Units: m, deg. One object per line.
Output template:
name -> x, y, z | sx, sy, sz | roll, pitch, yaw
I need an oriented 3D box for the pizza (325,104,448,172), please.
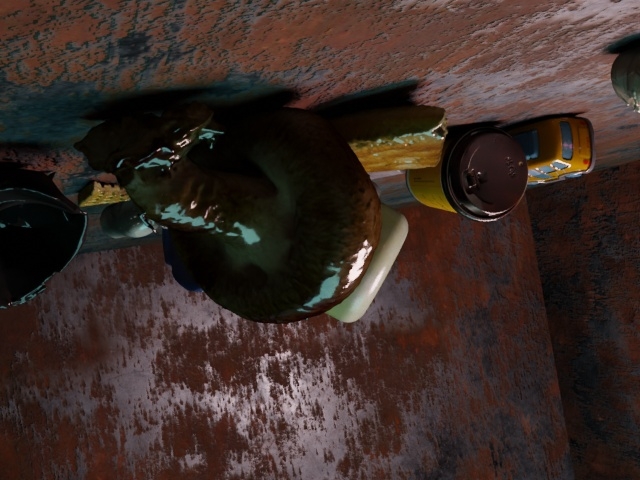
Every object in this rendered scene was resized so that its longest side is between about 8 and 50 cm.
pizza -> 0.062, -0.159, 1.222 | 0.258, 0.087, 0.268 | -5, 177, 4

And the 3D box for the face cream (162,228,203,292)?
face cream -> -0.233, -0.003, 1.896 | 0.225, 0.248, 0.249 | -6, 176, -42

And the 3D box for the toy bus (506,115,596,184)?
toy bus -> 0.462, -0.190, 1.674 | 0.136, 0.126, 0.210 | 3, 172, -37

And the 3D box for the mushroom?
mushroom -> -0.087, -0.035, 1.064 | 0.331, 0.334, 0.356 | -10, -172, 16

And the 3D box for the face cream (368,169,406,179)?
face cream -> 0.092, -0.160, 1.750 | 0.198, 0.057, 0.084 | -8, 177, 30

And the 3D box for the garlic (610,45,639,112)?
garlic -> 0.438, -0.229, 1.082 | 0.074, 0.094, 0.113 | 32, -163, 14

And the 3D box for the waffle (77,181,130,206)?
waffle -> -0.403, -0.096, 1.538 | 0.125, 0.032, 0.191 | -6, 178, -28

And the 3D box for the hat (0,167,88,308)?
hat -> -0.496, -0.050, 1.182 | 0.238, 0.209, 0.336 | -30, 167, -19

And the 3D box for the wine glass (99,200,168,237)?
wine glass -> -0.397, -0.060, 1.732 | 0.222, 0.103, 0.103 | -11, 178, 44

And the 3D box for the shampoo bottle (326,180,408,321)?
shampoo bottle -> 0.000, 0.000, 1.664 | 0.317, 0.322, 0.322 | 26, 180, 3

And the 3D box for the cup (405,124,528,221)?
cup -> 0.299, -0.138, 1.664 | 0.197, 0.196, 0.280 | -9, -175, -19
